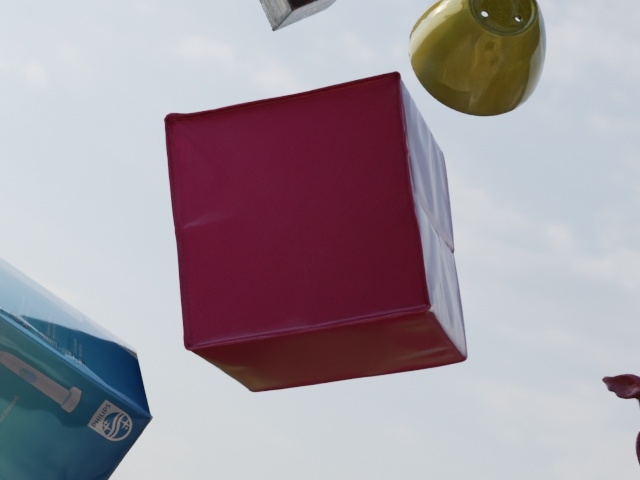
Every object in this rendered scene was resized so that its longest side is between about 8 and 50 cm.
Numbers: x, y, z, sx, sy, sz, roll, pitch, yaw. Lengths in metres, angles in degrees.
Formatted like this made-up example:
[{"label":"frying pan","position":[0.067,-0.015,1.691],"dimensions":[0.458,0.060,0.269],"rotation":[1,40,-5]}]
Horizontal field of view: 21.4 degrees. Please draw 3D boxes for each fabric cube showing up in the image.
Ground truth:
[{"label":"fabric cube","position":[0.000,0.000,1.770],"dimensions":[0.254,0.259,0.258],"rotation":[-9,-17,12]}]

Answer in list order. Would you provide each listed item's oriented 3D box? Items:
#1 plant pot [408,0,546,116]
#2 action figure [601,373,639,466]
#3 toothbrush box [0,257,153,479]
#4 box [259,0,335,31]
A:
[{"label":"plant pot","position":[0.159,-0.198,1.598],"dimensions":[0.134,0.134,0.095],"rotation":[21,-26,-2]},{"label":"action figure","position":[0.375,0.194,1.334],"dimensions":[0.248,0.276,0.370],"rotation":[-17,26,-31]},{"label":"toothbrush box","position":[-0.276,0.066,1.190],"dimensions":[0.295,0.126,0.216],"rotation":[37,2,-14]},{"label":"box","position":[-0.047,-0.349,1.966],"dimensions":[0.180,0.077,0.147],"rotation":[65,-10,-1]}]
